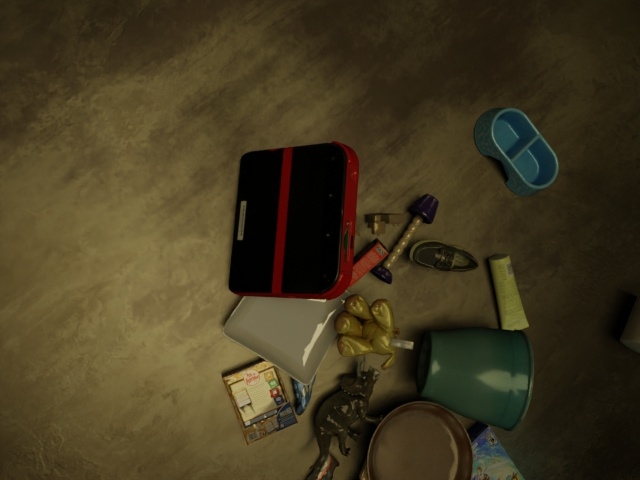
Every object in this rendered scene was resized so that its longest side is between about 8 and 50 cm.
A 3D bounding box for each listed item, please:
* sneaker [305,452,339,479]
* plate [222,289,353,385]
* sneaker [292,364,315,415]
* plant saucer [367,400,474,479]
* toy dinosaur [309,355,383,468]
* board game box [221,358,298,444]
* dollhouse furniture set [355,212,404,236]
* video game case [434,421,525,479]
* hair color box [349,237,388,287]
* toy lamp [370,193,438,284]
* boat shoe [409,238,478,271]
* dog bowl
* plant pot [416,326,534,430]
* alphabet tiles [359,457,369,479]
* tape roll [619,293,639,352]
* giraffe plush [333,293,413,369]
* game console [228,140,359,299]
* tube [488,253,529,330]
[{"bbox_3d":[0.001,0.665,1.476,0.065,0.061,0.158,36,83,-17],"label":"sneaker"},{"bbox_3d":[-0.081,0.200,1.449,0.278,0.045,0.277,34,75,-11],"label":"plate"},{"bbox_3d":[-0.053,0.400,1.467,0.059,0.053,0.144,16,78,-13],"label":"sneaker"},{"bbox_3d":[0.266,0.595,1.464,0.310,0.050,0.311,3,79,-15],"label":"plant saucer"},{"bbox_3d":[0.061,0.477,1.477,0.313,0.121,0.160,-45,87,-5],"label":"toy dinosaur"},{"bbox_3d":[-0.162,0.424,1.443,0.146,0.045,0.193,-20,94,-12],"label":"board game box"},{"bbox_3d":[0.129,-0.009,1.477,0.151,0.144,0.123,-5,96,-28],"label":"dollhouse furniture set"},{"bbox_3d":[0.447,0.712,1.562,0.269,0.061,0.244,-37,99,-18],"label":"video game case"},{"bbox_3d":[0.118,0.060,1.475,0.141,0.072,0.043,-42,99,9],"label":"hair color box"},{"bbox_3d":[0.243,-0.009,1.522,0.080,0.080,0.275,35,82,-11],"label":"toy lamp"},{"bbox_3d":[0.355,0.047,1.521,0.223,0.073,0.080,8,102,-31],"label":"boat shoe"},{"bbox_3d":[0.591,-0.268,1.607,0.166,0.074,0.297,-43,99,-10],"label":"dog bowl"},{"bbox_3d":[0.405,0.355,1.478,0.255,0.271,0.272,11,87,1],"label":"plant pot"},{"bbox_3d":[0.219,0.721,1.516,0.284,0.021,0.278,30,70,-19],"label":"alphabet tiles"},{"bbox_3d":[1.067,0.281,1.629,0.246,0.246,0.169,27,83,-12],"label":"tape roll"},{"bbox_3d":[0.149,0.240,1.464,0.210,0.170,0.181,25,92,9],"label":"giraffe plush"},{"bbox_3d":[-0.072,-0.050,1.346,0.060,0.342,0.387,19,73,-57],"label":"game console"},{"bbox_3d":[0.556,0.162,1.610,0.070,0.062,0.240,-11,100,31],"label":"tube"}]
